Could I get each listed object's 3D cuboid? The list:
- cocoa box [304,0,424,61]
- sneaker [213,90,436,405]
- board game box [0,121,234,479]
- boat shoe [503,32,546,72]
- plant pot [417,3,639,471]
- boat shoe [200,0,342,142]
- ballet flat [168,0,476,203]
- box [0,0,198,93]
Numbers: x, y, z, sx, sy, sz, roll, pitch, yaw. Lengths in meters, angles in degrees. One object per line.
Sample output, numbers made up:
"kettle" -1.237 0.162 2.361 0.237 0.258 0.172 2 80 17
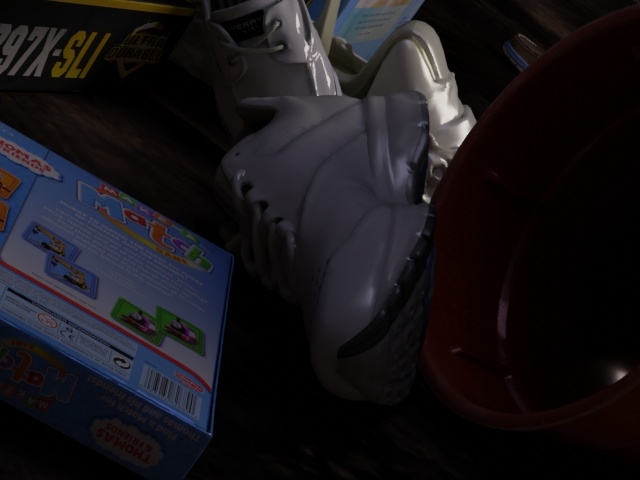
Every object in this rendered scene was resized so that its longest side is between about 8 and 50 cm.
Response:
"cocoa box" -0.006 -0.294 1.530 0.228 0.231 0.347 36 15 6
"sneaker" 0.000 0.000 1.042 0.129 0.111 0.297 6 25 -4
"board game box" -0.120 0.018 0.849 0.160 0.039 0.211 30 19 -10
"boat shoe" 0.288 -0.184 2.035 0.183 0.066 0.066 40 19 19
"plant pot" 0.241 0.039 1.093 0.265 0.272 0.272 31 16 -32
"boat shoe" -0.046 -0.136 1.194 0.076 0.083 0.226 42 27 -71
"ballet flat" 0.000 -0.126 1.285 0.409 0.147 0.147 36 18 5
"box" -0.257 -0.193 1.109 0.257 0.079 0.322 41 19 19
